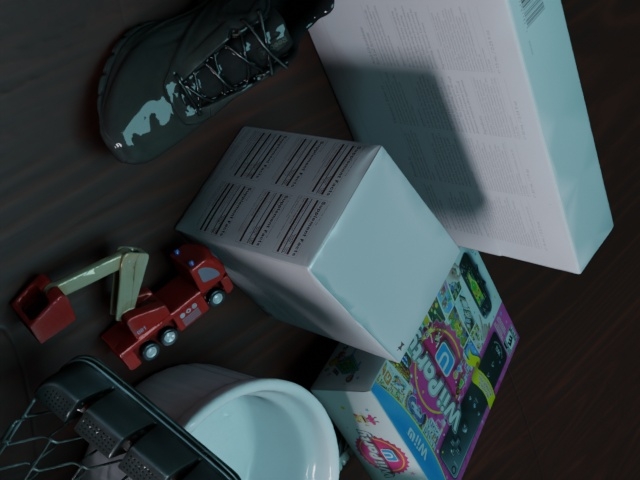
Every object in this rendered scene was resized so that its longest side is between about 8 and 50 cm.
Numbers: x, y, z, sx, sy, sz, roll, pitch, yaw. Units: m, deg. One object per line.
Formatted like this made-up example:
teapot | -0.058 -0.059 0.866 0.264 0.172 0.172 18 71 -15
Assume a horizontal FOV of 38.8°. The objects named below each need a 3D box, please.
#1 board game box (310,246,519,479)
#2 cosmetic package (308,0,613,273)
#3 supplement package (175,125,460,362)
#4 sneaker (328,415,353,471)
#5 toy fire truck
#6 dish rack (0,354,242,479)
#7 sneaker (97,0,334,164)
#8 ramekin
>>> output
board game box | 0.136 0.157 1.169 0.224 0.097 0.303 59 46 -28
cosmetic package | 0.153 -0.152 1.032 0.097 0.284 0.377 -48 131 -29
supplement package | 0.000 0.000 0.971 0.194 0.203 0.149 48 66 -42
sneaker | 0.025 0.227 1.158 0.170 0.063 0.075 -52 137 -18
toy fire truck | -0.185 0.052 0.886 0.192 0.047 0.135 -39 135 -19
dish rack | -0.221 0.264 0.797 0.271 0.208 0.074 -55 167 10
sneaker | -0.098 -0.182 0.876 0.286 0.130 0.109 -52 134 -22
ramekin | -0.121 0.264 0.963 0.277 0.135 0.277 -15 111 -44
